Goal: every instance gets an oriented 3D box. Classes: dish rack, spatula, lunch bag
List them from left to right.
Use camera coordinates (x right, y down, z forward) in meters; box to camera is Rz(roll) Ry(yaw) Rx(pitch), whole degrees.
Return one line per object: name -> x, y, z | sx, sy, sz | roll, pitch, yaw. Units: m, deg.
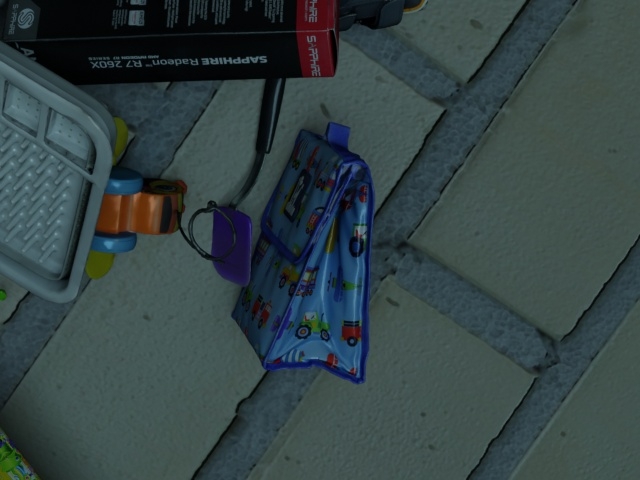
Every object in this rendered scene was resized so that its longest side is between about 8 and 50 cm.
dish rack -> -0.358, -0.099, 1.639 | 0.285, 0.072, 0.333 | 30, 138, 6
spatula -> -0.087, -0.092, 1.853 | 0.030, 0.084, 0.297 | 13, 93, -43
lunch bag -> 0.000, 0.000, 1.803 | 0.138, 0.221, 0.293 | 10, 100, -15

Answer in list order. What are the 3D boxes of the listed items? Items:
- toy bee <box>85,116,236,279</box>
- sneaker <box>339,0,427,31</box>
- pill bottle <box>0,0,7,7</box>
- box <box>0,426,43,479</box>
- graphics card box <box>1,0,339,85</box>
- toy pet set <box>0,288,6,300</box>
toy bee -> -0.237, -0.035, 1.800 | 0.298, 0.162, 0.195 | 32, 108, 6
sneaker -> 0.050, -0.309, 1.787 | 0.321, 0.126, 0.127 | -35, 106, -6
pill bottle -> -0.432, -0.345, 1.669 | 0.152, 0.152, 0.272 | 1, 102, -12
box -> -0.469, 0.381, 1.775 | 0.290, 0.177, 0.279 | -40, 108, -20
graphics card box -> -0.162, -0.295, 1.657 | 0.370, 0.094, 0.233 | -2, 59, 3
toy pet set -> -0.430, 0.015, 1.808 | 0.114, 0.065, 0.122 | 26, 125, -22
